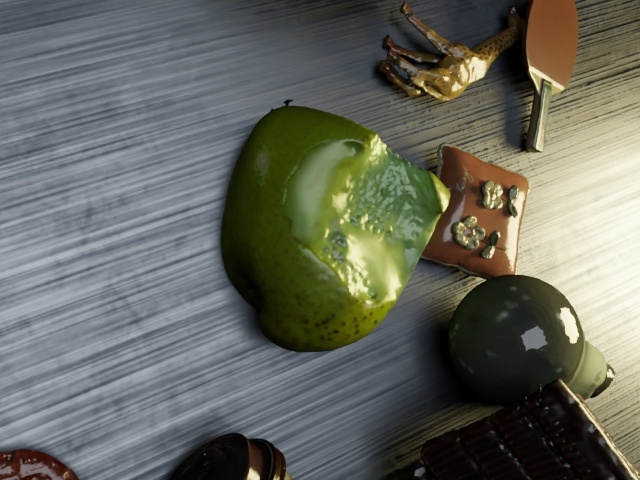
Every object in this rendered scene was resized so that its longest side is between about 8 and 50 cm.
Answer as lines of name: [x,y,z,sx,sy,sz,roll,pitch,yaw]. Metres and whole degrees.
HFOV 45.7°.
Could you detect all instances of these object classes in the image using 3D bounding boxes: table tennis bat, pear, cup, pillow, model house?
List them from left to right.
cup: [-0.064,0.376,0.895,0.196,0.196,0.279,-45,109,-20]
pear: [0.000,0.000,0.966,0.286,0.176,0.281,33,75,-14]
pillow: [0.231,-0.038,1.110,0.171,0.075,0.179,19,76,-18]
table tennis bat: [0.357,-0.273,1.194,0.154,0.021,0.274,12,86,-43]
model house: [0.296,0.346,0.946,0.297,0.282,0.317,-20,68,-30]

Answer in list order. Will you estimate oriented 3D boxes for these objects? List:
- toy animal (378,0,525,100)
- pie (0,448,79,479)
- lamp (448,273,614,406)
toy animal: [0.210,-0.284,1.143,0.276,0.054,0.149,-7,81,-20]
pie: [-0.343,0.327,0.850,0.182,0.049,0.182,6,74,-23]
lamp: [0.306,0.177,1.084,0.314,0.182,0.182,46,69,-34]
